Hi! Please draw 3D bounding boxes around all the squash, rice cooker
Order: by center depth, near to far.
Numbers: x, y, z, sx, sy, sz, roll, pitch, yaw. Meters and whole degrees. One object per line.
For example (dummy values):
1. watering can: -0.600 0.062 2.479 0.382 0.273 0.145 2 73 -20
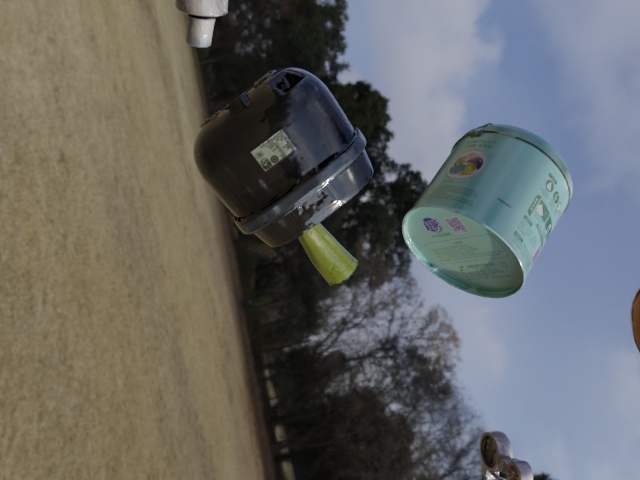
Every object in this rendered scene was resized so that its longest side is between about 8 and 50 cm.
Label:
1. rice cooker: -0.062 -0.136 1.046 0.224 0.267 0.267 54 -1 -15
2. squash: 0.000 0.000 1.613 0.224 0.094 0.094 55 0 -19

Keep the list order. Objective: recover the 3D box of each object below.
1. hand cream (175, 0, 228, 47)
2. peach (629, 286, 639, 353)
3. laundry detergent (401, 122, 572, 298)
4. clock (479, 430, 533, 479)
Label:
1. hand cream: -0.116 -0.310 0.620 0.084 0.050 0.257 -38 134 -57
2. peach: 0.968 0.247 1.791 0.380 0.306 0.242 -48 169 -49
3. laundry detergent: 0.375 -0.078 1.464 0.287 0.305 0.287 29 -26 16
4. clock: 0.301 0.370 1.095 0.129 0.041 0.087 -141 -125 -70
